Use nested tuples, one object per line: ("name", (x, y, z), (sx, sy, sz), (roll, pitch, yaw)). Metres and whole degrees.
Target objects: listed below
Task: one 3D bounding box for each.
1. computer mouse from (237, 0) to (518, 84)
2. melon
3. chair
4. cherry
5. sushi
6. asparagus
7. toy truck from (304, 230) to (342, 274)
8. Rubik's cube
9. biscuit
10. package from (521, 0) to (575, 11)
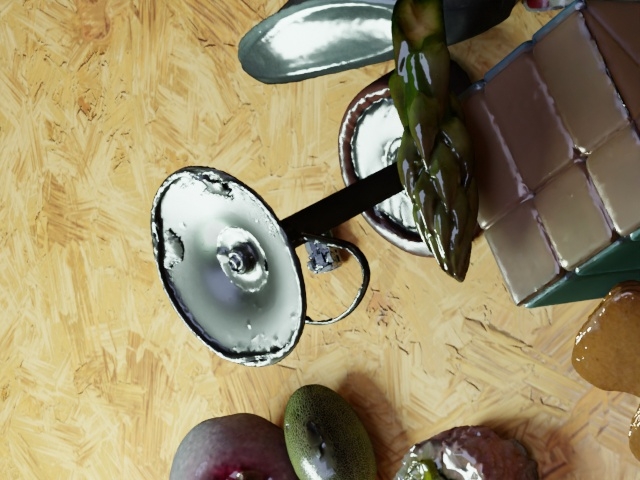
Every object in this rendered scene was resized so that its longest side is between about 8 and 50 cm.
("computer mouse", (0.054, -0.263, 2.114), (0.374, 0.203, 0.114), (-9, 106, 43))
("melon", (0.009, 0.247, 2.282), (0.099, 0.099, 0.162), (-52, 53, 39))
("chair", (0.029, -0.044, 2.058), (0.226, 0.401, 0.226), (23, 127, 34))
("cherry", (-0.100, 0.324, 2.352), (0.266, 0.184, 0.213), (134, 133, -61))
("sushi", (0.158, 0.328, 2.115), (0.161, 0.107, 0.241), (0, 94, 53))
("asparagus", (0.107, -0.101, 1.797), (0.080, 0.080, 0.287), (-11, 86, 50))
("toy truck", (0.000, 0.000, 2.312), (0.039, 0.044, 0.083), (-25, 75, 26))
("Rubik's cube", (0.290, -0.086, 1.822), (0.225, 0.231, 0.221), (-39, 66, 42))
("biscuit", (0.330, 0.143, 1.860), (0.192, 0.036, 0.186), (34, 131, -3))
("package", (0.297, -0.313, 1.940), (0.239, 0.030, 0.154), (6, 100, 48))
